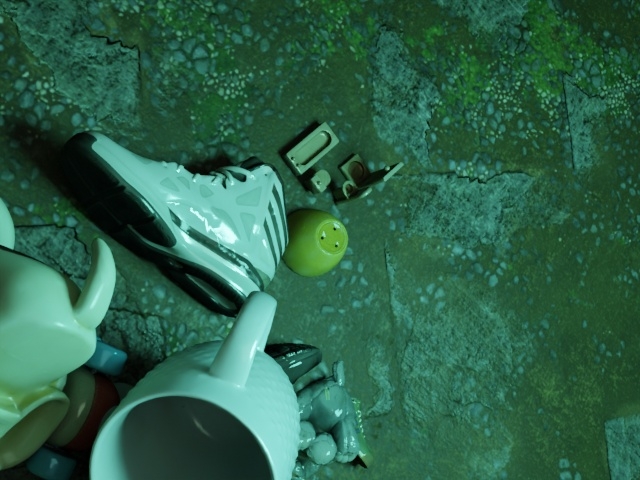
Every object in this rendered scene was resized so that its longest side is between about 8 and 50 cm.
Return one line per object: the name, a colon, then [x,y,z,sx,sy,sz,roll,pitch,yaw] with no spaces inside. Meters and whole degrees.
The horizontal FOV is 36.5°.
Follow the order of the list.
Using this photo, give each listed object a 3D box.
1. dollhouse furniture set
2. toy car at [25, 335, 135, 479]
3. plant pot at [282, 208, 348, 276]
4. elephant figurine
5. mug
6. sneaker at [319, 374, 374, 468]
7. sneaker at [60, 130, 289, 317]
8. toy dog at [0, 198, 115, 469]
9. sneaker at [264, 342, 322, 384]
dollhouse furniture set: [0.042,-0.154,1.878,0.144,0.123,0.151,-42,103,-26]
toy car: [-0.347,0.285,1.585,0.238,0.210,0.219,29,81,-35]
plant pot: [0.000,0.000,1.853,0.134,0.095,0.134,4,82,-28]
elephant figurine: [-0.027,0.365,1.757,0.186,0.239,0.169,-18,63,-25]
mug: [-0.149,0.252,1.477,0.276,0.328,0.374,21,106,3]
sneaker: [0.056,0.340,1.855,0.086,0.064,0.192,-44,101,-20]
sneaker: [-0.234,-0.087,1.726,0.447,0.169,0.257,44,57,-25]
toy dog: [-0.525,0.064,1.423,0.395,0.408,0.284,-47,147,11]
sneaker: [-0.120,0.277,1.761,0.286,0.109,0.130,-24,101,-19]
